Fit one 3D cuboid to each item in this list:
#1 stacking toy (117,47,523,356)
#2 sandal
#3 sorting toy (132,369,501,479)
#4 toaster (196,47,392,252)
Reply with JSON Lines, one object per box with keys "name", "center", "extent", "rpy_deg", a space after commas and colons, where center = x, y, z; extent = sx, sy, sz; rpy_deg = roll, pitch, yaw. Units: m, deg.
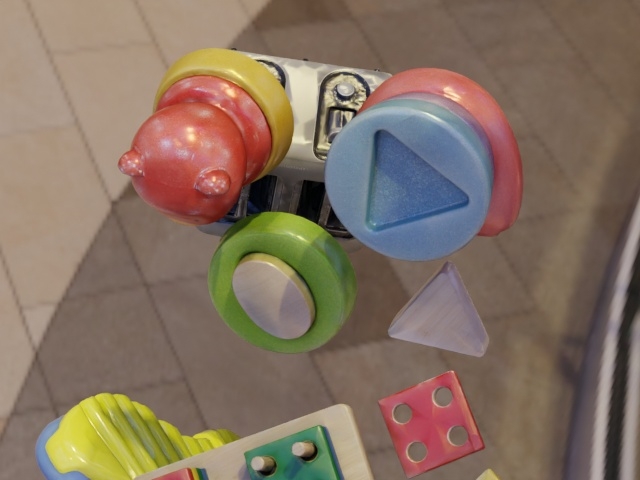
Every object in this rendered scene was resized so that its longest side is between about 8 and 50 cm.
{"name": "stacking toy", "center": [0.000, 0.000, 1.295], "extent": [0.309, 0.279, 0.130], "rpy_deg": [3, 30, 18]}
{"name": "sandal", "center": [-0.162, 0.232, 1.459], "extent": [0.138, 0.317, 0.126], "rpy_deg": [-35, 60, 11]}
{"name": "sorting toy", "center": [-0.021, 0.167, 0.868], "extent": [0.274, 0.046, 0.132], "rpy_deg": [-20, 76, 10]}
{"name": "toaster", "center": [-0.030, -0.076, 1.465], "extent": [0.168, 0.185, 0.110], "rpy_deg": [9, 60, -3]}
